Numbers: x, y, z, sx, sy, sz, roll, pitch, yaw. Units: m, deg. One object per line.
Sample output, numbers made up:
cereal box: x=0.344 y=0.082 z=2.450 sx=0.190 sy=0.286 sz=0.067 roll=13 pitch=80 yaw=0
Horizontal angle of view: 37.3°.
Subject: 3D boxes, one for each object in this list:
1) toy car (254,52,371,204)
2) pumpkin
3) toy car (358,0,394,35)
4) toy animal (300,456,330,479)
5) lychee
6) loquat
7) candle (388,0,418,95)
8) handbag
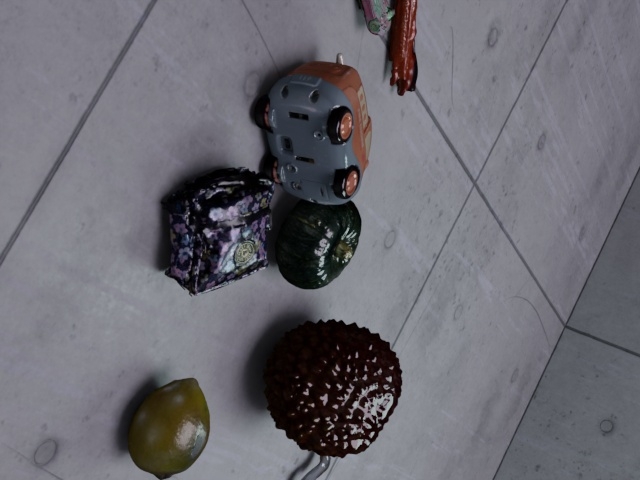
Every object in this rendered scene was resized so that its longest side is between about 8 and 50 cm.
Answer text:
toy car: x=0.009 y=-0.214 z=1.814 sx=0.212 sy=0.181 sz=0.270 roll=-52 pitch=145 yaw=-42
pumpkin: x=-0.001 y=0.000 z=1.931 sx=0.211 sy=0.152 sz=0.211 roll=-60 pitch=168 yaw=-21
toy car: x=0.104 y=-0.479 z=1.901 sx=0.069 sy=0.055 sz=0.142 roll=-51 pitch=135 yaw=-40
toy animal: x=-0.047 y=0.644 z=2.316 sx=0.324 sy=0.090 sz=0.195 roll=-49 pitch=144 yaw=-25
lychee: x=0.025 y=0.315 z=2.053 sx=0.330 sy=0.306 sz=0.306 roll=40 pitch=73 yaw=-31
loquat: x=-0.274 y=0.344 z=1.750 sx=0.152 sy=0.152 sz=0.195 roll=22 pitch=82 yaw=-58
candle: x=0.185 y=-0.451 z=2.037 sx=0.084 sy=0.059 sz=0.301 roll=-47 pitch=146 yaw=-50
handbag: x=-0.170 y=-0.025 z=1.694 sx=0.229 sy=0.127 sz=0.207 roll=-16 pitch=123 yaw=-42
